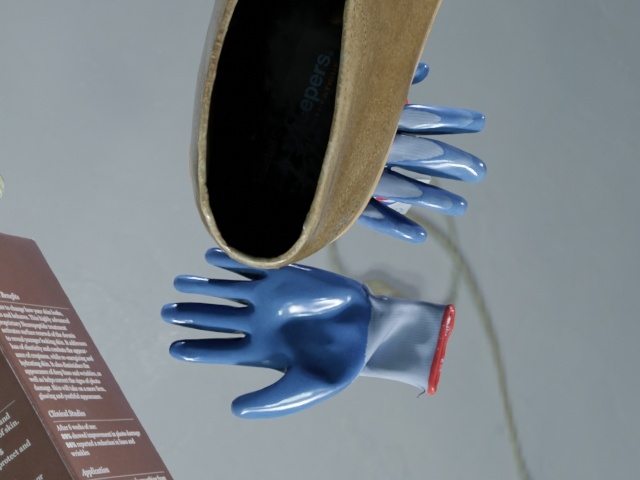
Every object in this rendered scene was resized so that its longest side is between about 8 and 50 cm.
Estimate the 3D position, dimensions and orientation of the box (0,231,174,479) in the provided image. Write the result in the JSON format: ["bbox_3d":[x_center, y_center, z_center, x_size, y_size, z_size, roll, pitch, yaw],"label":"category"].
[{"bbox_3d":[-0.299,0.173,1.350,0.143,0.191,0.381,-36,72,13],"label":"box"}]

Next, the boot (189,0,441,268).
[{"bbox_3d":[0.014,-0.134,0.492,0.112,0.115,0.305,12,99,2],"label":"boot"}]

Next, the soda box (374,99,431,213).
[{"bbox_3d":[0.062,-0.179,1.864,0.098,0.091,0.286,0,59,-23],"label":"soda box"}]

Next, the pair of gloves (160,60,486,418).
[{"bbox_3d":[0.000,0.000,0.702,0.159,0.023,0.198,9,91,15],"label":"pair of gloves"}]

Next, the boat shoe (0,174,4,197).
[{"bbox_3d":[-0.281,-0.035,0.820,0.223,0.080,0.073,28,58,-61],"label":"boat shoe"}]
